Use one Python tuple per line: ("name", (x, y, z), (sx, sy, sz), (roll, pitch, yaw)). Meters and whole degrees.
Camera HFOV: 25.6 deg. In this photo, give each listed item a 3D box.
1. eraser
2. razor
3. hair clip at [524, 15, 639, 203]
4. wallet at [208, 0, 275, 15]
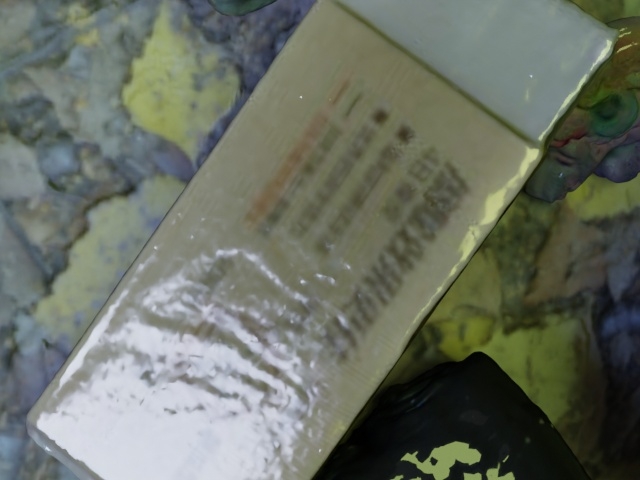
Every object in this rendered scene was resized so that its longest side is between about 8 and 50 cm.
("eraser", (0.000, 0.000, 0.734), (0.144, 0.078, 0.343), (37, 97, 8))
("razor", (0.116, 0.236, 0.847), (0.189, 0.107, 0.327), (-40, 106, -13))
("hair clip", (0.133, -0.086, 0.847), (0.278, 0.090, 0.137), (7, 125, -19))
("wallet", (0.034, -0.290, 0.785), (0.360, 0.083, 0.252), (-31, 106, -27))
